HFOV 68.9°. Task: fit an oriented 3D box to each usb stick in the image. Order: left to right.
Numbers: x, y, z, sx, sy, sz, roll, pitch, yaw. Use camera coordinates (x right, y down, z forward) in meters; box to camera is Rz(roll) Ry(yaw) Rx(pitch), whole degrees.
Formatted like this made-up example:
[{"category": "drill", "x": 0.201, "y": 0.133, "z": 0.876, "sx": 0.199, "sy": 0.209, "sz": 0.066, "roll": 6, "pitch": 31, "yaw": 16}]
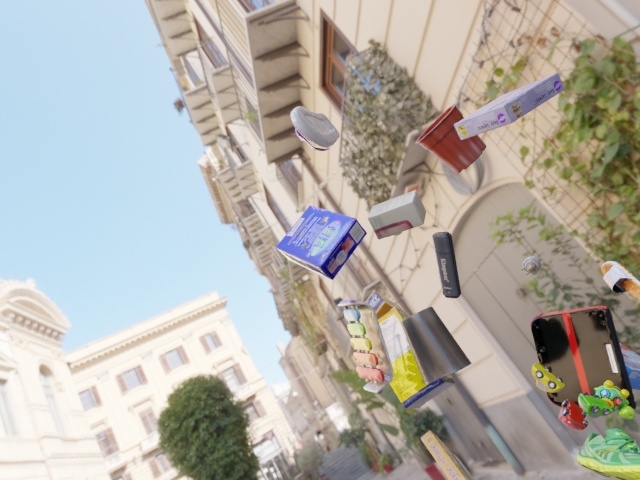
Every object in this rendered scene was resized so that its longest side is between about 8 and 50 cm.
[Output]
[{"category": "usb stick", "x": 0.493, "y": 0.096, "z": 1.817, "sx": 0.077, "sy": 0.278, "sz": 0.045, "roll": -3, "pitch": 20, "yaw": 33}]

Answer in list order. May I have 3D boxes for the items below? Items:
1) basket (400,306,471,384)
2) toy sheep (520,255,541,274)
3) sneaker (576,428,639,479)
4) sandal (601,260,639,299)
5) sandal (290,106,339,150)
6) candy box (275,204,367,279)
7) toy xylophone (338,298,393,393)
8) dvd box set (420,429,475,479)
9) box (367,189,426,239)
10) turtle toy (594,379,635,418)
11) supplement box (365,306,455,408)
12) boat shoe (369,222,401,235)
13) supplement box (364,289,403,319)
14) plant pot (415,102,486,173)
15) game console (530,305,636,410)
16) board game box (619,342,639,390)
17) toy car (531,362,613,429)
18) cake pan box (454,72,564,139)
[{"category": "basket", "x": 0.387, "y": 0.358, "z": 1.620, "sx": 0.154, "sy": 0.227, "sz": 0.204, "roll": -16, "pitch": -19, "yaw": -31}, {"category": "toy sheep", "x": 1.027, "y": 0.118, "z": 2.269, "sx": 0.091, "sy": 0.091, "sz": 0.132, "roll": -47, "pitch": -4, "yaw": 31}, {"category": "sneaker", "x": 0.763, "y": 0.544, "z": 1.190, "sx": 0.295, "sy": 0.109, "sz": 0.124, "roll": 110, "pitch": -177, "yaw": -73}, {"category": "sandal", "x": 1.240, "y": 0.179, "z": 1.908, "sx": 0.076, "sy": 0.265, "sz": 0.102, "roll": -21, "pitch": -57, "yaw": -6}, {"category": "sandal", "x": -0.023, "y": -0.389, "z": 1.710, "sx": 0.102, "sy": 0.169, "sz": 0.416, "roll": -40, "pitch": -3, "yaw": 20}, {"category": "candy box", "x": 0.000, "y": 0.000, "z": 2.062, "sx": 0.268, "sy": 0.317, "sz": 0.122, "roll": -52, "pitch": -48, "yaw": -15}, {"category": "toy xylophone", "x": 0.147, "y": 0.352, "z": 1.583, "sx": 0.081, "sy": 0.323, "sz": 0.236, "roll": -15, "pitch": -13, "yaw": -20}, {"category": "dvd box set", "x": 0.589, "y": 0.985, "z": 1.844, "sx": 0.062, "sy": 0.420, "sz": 0.308, "roll": -41, "pitch": -61, "yaw": 0}, {"category": "box", "x": 0.358, "y": -0.119, "z": 2.171, "sx": 0.232, "sy": 0.127, "sz": 0.149, "roll": -19, "pitch": 20, "yaw": 26}, {"category": "turtle toy", "x": 0.962, "y": 0.528, "z": 1.526, "sx": 0.066, "sy": 0.130, "sz": 0.095, "roll": -32, "pitch": -39, "yaw": -36}, {"category": "supplement box", "x": 0.359, "y": 0.484, "z": 1.930, "sx": 0.194, "sy": 0.357, "sz": 0.195, "roll": -38, "pitch": -31, "yaw": 12}, {"category": "boat shoe", "x": 0.365, "y": -0.063, "z": 2.572, "sx": 0.096, "sy": 0.267, "sz": 0.088, "roll": -36, "pitch": -60, "yaw": -21}, {"category": "supplement box", "x": 0.361, "y": 0.404, "z": 2.597, "sx": 0.129, "sy": 0.191, "sz": 0.194, "roll": -55, "pitch": 17, "yaw": 6}, {"category": "plant pot", "x": 0.671, "y": -0.499, "z": 2.355, "sx": 0.272, "sy": 0.265, "sz": 0.272, "roll": -45, "pitch": 5, "yaw": 5}, {"category": "game console", "x": 1.024, "y": 0.469, "z": 1.849, "sx": 0.060, "sy": 0.387, "sz": 0.342, "roll": -3, "pitch": -13, "yaw": -34}, {"category": "board game box", "x": 1.255, "y": 0.509, "z": 1.974, "sx": 0.308, "sy": 0.302, "sz": 0.086, "roll": 15, "pitch": -75, "yaw": -24}, {"category": "toy car", "x": 0.737, "y": 0.470, "z": 1.342, "sx": 0.225, "sy": 0.239, "sz": 0.053, "roll": 18, "pitch": -65, "yaw": -15}, {"category": "cake pan box", "x": 0.612, "y": -0.436, "z": 1.524, "sx": 0.266, "sy": 0.070, "sz": 0.245, "roll": -33, "pitch": 13, "yaw": -20}]
